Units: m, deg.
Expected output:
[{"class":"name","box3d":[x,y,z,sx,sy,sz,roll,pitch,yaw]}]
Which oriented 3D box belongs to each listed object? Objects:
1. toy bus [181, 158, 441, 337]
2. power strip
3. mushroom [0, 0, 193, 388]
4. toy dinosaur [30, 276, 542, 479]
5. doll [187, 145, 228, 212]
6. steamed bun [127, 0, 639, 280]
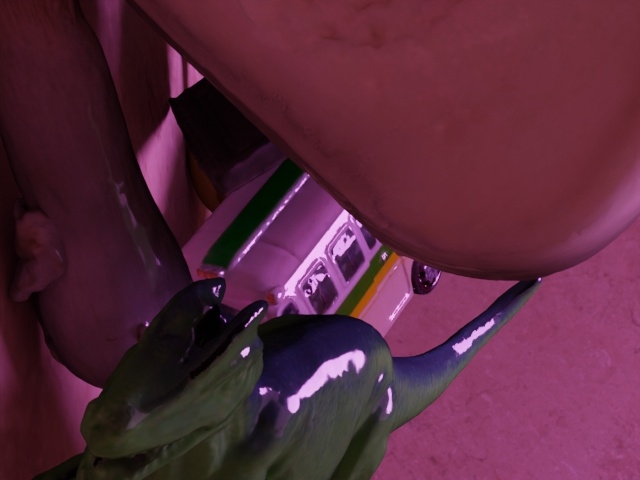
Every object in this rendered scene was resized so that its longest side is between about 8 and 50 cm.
[{"class":"toy bus","box3d":[0.000,0.000,1.279,0.305,0.143,0.179,-51,139,-34]},{"class":"power strip","box3d":[-0.013,-0.165,1.165,0.092,0.257,0.251,56,-1,-30]},{"class":"mushroom","box3d":[-0.131,-0.031,0.801,0.096,0.099,0.278,-95,175,-56]},{"class":"toy dinosaur","box3d":[0.018,0.050,0.908,0.500,0.144,0.374,-40,159,-33]},{"class":"doll","box3d":[-0.084,-0.145,1.360,0.117,0.086,0.291,147,-60,-78]},{"class":"steamed bun","box3d":[0.041,-0.191,0.877,0.456,0.290,0.371,44,0,6]}]
